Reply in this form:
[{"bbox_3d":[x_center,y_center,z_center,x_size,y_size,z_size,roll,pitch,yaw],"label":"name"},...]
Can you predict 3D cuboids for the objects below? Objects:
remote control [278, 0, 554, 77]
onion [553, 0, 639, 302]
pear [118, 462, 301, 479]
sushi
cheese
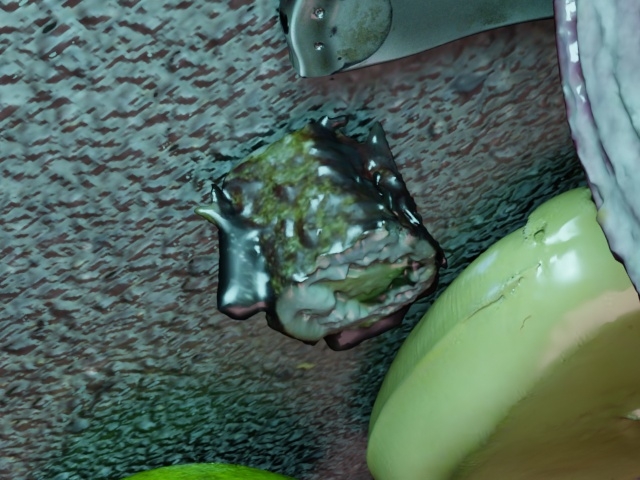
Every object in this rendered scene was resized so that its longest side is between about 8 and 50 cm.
[{"bbox_3d":[0.084,-0.114,0.381,0.212,0.028,0.059,-16,144,-15],"label":"remote control"},{"bbox_3d":[0.246,-0.090,0.264,0.260,0.337,0.282,-5,-177,-21],"label":"onion"},{"bbox_3d":[-0.079,0.229,0.626,0.239,0.139,0.288,-8,139,-46],"label":"pear"},{"bbox_3d":[0.002,0.000,0.424,0.098,0.084,0.094,-26,148,7],"label":"sushi"},{"bbox_3d":[0.174,0.081,0.597,0.259,0.128,0.316,-8,138,-21],"label":"cheese"}]
